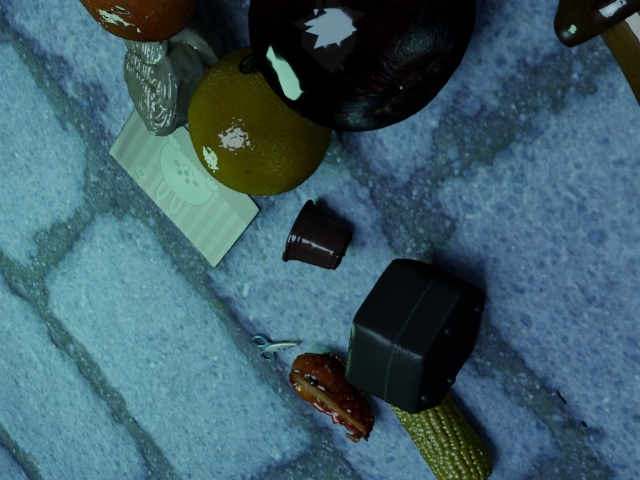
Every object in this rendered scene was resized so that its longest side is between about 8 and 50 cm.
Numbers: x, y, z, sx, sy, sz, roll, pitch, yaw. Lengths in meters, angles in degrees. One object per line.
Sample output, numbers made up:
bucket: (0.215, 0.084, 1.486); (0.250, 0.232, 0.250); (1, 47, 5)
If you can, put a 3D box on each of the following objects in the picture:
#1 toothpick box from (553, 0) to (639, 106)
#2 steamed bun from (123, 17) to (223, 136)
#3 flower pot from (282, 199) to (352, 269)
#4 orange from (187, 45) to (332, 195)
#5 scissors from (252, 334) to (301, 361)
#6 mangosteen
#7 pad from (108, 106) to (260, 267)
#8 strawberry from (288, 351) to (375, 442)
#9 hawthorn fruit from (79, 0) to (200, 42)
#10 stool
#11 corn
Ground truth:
toothpick box: (0.408, -0.223, 1.356); (0.192, 0.192, 0.294); (-30, 101, 45)
steamed bun: (-0.227, -0.291, 1.863); (0.218, 0.144, 0.211); (47, 136, 52)
flower pot: (0.000, 0.000, 1.890); (0.089, 0.111, 0.111); (24, 130, 7)
orange: (-0.089, -0.180, 1.745); (0.236, 0.236, 0.236); (20, 127, 29)
scissors: (-0.077, 0.194, 2.121); (0.119, 0.014, 0.058); (-12, 112, 46)
mangosteen: (0.045, -0.300, 1.523); (0.330, 0.330, 0.330); (20, 127, 29)
pad: (-0.249, -0.109, 2.084); (0.300, 0.005, 0.202); (48, 135, 6)
strawberry: (0.028, 0.267, 2.045); (0.188, 0.082, 0.121); (42, 155, -2)
hawthorn fruit: (-0.290, -0.420, 1.661); (0.299, 0.211, 0.211); (39, 135, -1)
stool: (0.147, 0.144, 1.768); (0.141, 0.232, 0.232); (24, 128, 23)
corn: (0.182, 0.288, 1.913); (0.106, 0.106, 0.293); (-34, 88, 46)
